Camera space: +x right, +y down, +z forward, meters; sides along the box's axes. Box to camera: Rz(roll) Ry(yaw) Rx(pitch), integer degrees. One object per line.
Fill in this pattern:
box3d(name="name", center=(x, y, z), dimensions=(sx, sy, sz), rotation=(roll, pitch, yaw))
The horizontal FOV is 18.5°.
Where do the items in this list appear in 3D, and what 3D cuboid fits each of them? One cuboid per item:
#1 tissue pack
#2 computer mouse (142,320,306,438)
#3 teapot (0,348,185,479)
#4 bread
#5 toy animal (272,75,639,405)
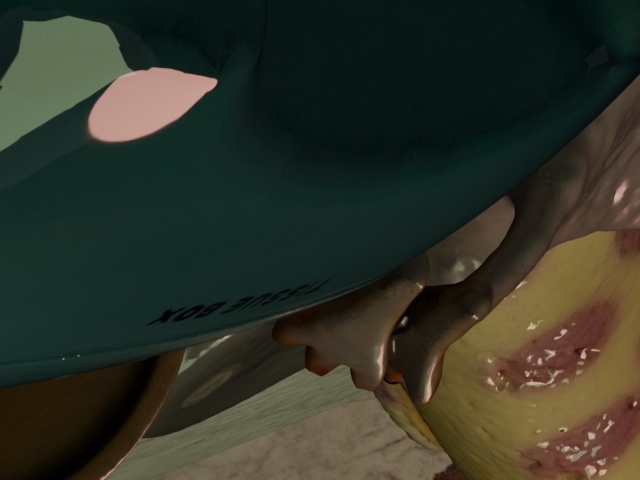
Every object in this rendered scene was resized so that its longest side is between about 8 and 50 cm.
box3d(name="tissue pack", center=(-0.070, -0.067, 0.457), dimensions=(0.206, 0.198, 0.287), rotation=(-30, 170, 31))
box3d(name="computer mouse", center=(0.000, 0.000, 1.212), dimensions=(0.371, 0.122, 0.188), rotation=(-21, 163, -36))
box3d(name="teapot", center=(-0.173, 0.004, 0.737), dimensions=(0.268, 0.185, 0.175), rotation=(20, 178, -32))
box3d(name="bread", center=(0.095, 0.019, 1.030), dimensions=(0.155, 0.187, 0.338), rotation=(-50, 147, -12))
box3d(name="toy animal", center=(0.106, -0.076, 0.621), dimensions=(0.302, 0.225, 0.284), rotation=(-55, 172, -28))
